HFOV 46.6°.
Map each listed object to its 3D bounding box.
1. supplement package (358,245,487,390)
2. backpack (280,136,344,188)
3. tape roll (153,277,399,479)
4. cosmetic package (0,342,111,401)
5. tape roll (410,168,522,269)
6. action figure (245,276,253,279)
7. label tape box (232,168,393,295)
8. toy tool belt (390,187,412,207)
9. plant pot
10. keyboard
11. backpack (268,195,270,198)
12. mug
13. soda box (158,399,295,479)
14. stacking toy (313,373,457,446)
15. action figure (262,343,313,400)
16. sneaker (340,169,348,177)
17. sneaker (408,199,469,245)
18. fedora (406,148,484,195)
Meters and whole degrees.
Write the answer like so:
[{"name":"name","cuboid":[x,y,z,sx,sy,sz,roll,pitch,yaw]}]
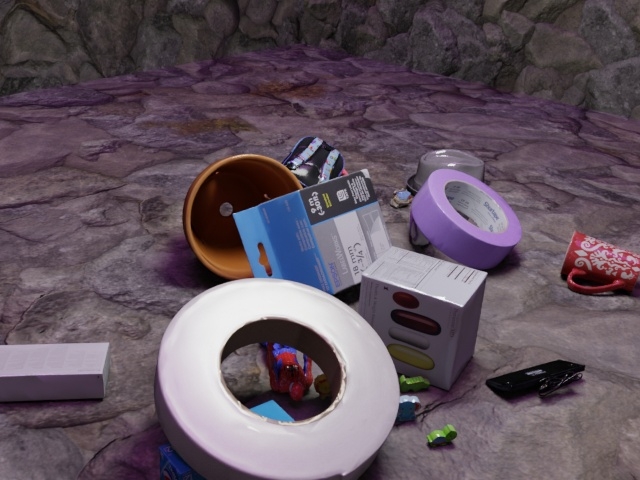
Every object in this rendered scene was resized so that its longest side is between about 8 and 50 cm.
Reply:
[{"name":"supplement package","cuboid":[0.192,0.146,1.439,0.203,0.194,0.149,16,29,25]},{"name":"backpack","cuboid":[-0.026,-0.187,1.999,0.158,0.117,0.173,32,54,-3]},{"name":"tape roll","cuboid":[-0.067,0.224,1.183,0.392,0.072,0.392,10,42,-10]},{"name":"cosmetic package","cuboid":[-0.501,0.234,1.317,0.239,0.060,0.099,0,24,-8]},{"name":"tape roll","cuboid":[0.368,-0.057,1.873,0.275,0.090,0.274,21,38,-17]},{"name":"action figure","cuboid":[-0.177,0.116,1.630,0.030,0.038,0.115,-2,20,28]},{"name":"label tape box","cuboid":[0.000,0.000,1.648,0.334,0.240,0.106,-22,4,-41]},{"name":"toy tool belt","cuboid":[0.241,-0.129,2.172,0.083,0.051,0.052,-18,34,-38]},{"name":"plant pot","cuboid":[-0.197,-0.062,1.757,0.291,0.290,0.203,-7,11,-22]},{"name":"keyboard","cuboid":[0.419,0.270,1.417,0.192,0.038,0.100,-10,6,-24]},{"name":"backpack","cuboid":[-0.096,-0.148,2.083,0.101,0.120,0.098,-16,-11,-36]},{"name":"mug","cuboid":[0.676,0.071,1.797,0.169,0.150,0.113,18,-7,19]},{"name":"soda box","cuboid":[-0.143,0.329,1.165,0.210,0.067,0.071,-16,33,-34]},{"name":"stacking toy","cuboid":[0.111,0.292,1.294,0.221,0.052,0.167,-2,27,-12]},{"name":"action figure","cuboid":[-0.070,0.183,1.405,0.092,0.139,0.280,-5,30,-13]},{"name":"sneaker","cuboid":[0.023,-0.174,2.139,0.116,0.136,0.314,-14,31,-34]},{"name":"sneaker","cuboid":[0.321,-0.073,1.995,0.152,0.114,0.305,10,27,14]},{"name":"fedora","cuboid":[0.403,-0.200,2.256,0.276,0.124,0.244,13,28,18]}]
